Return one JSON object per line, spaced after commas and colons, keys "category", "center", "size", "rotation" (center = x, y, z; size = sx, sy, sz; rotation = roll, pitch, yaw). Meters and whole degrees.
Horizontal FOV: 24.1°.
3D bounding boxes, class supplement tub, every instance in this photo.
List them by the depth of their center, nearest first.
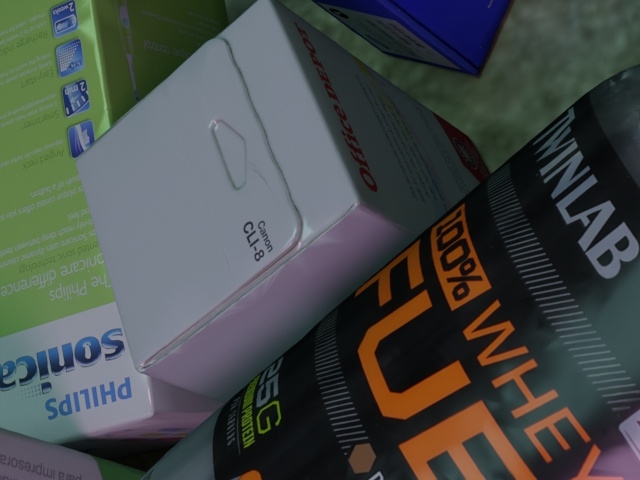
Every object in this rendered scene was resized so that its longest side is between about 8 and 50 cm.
{"category": "supplement tub", "center": [0.101, 0.078, 0.556], "size": [0.338, 0.207, 0.207], "rotation": [-42, 51, 17]}

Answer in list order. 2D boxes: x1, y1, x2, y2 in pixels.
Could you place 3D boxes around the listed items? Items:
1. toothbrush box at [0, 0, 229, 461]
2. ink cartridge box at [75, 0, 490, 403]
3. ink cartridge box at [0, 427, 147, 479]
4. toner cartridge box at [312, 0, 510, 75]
{"category": "toothbrush box", "center": [-0.150, -0.022, 0.815], "size": [0.206, 0.122, 0.283], "rotation": [-19, 74, 32]}
{"category": "ink cartridge box", "center": [0.000, 0.000, 0.689], "size": [0.127, 0.176, 0.128], "rotation": [-37, 52, 20]}
{"category": "ink cartridge box", "center": [-0.152, 0.246, 0.682], "size": [0.121, 0.211, 0.289], "rotation": [-14, 64, 32]}
{"category": "toner cartridge box", "center": [0.080, -0.277, 0.756], "size": [0.075, 0.165, 0.348], "rotation": [20, 84, 42]}
